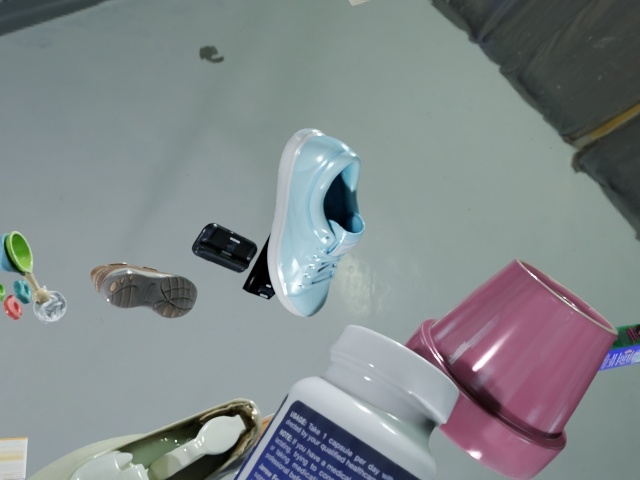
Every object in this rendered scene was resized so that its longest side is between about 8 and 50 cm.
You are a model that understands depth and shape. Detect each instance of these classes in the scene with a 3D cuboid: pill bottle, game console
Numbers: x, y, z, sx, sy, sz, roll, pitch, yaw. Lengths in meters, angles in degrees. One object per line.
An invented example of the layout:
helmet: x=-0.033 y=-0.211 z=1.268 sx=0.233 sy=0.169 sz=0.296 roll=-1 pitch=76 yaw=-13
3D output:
pill bottle: x=0.007 y=0.219 z=0.432 sx=0.153 sy=0.153 sz=0.264 roll=34 pitch=73 yaw=-3
game console: x=-0.211 y=0.039 z=1.442 sx=0.361 sy=0.044 sz=0.213 roll=30 pitch=86 yaw=-47

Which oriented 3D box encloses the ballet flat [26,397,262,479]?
ballet flat: x=-0.149 y=0.200 z=0.426 sx=0.248 sy=0.086 sz=0.086 roll=-10 pitch=71 yaw=-49

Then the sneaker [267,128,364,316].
sneaker: x=0.000 y=0.000 z=0.856 sx=0.135 sy=0.366 sz=0.150 roll=-22 pitch=36 yaw=-35

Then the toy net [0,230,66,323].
toy net: x=-0.479 y=0.089 z=0.821 sx=0.045 sy=0.232 sz=0.122 roll=-19 pitch=59 yaw=-10

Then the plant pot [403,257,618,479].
plant pot: x=0.220 y=0.128 z=0.559 sx=0.201 sy=0.201 sz=0.180 roll=32 pitch=107 yaw=-4

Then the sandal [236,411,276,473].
sandal: x=-0.044 y=0.326 z=0.850 sx=0.265 sy=0.076 sz=0.102 roll=-18 pitch=61 yaw=-24

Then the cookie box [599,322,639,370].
cookie box: x=0.504 y=0.180 z=0.823 sx=0.107 sy=0.092 sz=0.040 roll=-15 pitch=52 yaw=9

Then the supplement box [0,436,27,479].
supplement box: x=-0.591 y=0.423 z=0.919 sx=0.062 sy=0.036 sz=0.098 roll=10 pitch=22 yaw=-31

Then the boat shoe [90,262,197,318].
boat shoe: x=-0.450 y=0.120 z=1.274 sx=0.116 sy=0.324 sz=0.123 roll=23 pitch=83 yaw=30

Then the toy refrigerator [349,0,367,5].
toy refrigerator: x=0.042 y=-0.368 z=0.491 sx=0.102 sy=0.269 sz=0.094 roll=-15 pitch=80 yaw=13
